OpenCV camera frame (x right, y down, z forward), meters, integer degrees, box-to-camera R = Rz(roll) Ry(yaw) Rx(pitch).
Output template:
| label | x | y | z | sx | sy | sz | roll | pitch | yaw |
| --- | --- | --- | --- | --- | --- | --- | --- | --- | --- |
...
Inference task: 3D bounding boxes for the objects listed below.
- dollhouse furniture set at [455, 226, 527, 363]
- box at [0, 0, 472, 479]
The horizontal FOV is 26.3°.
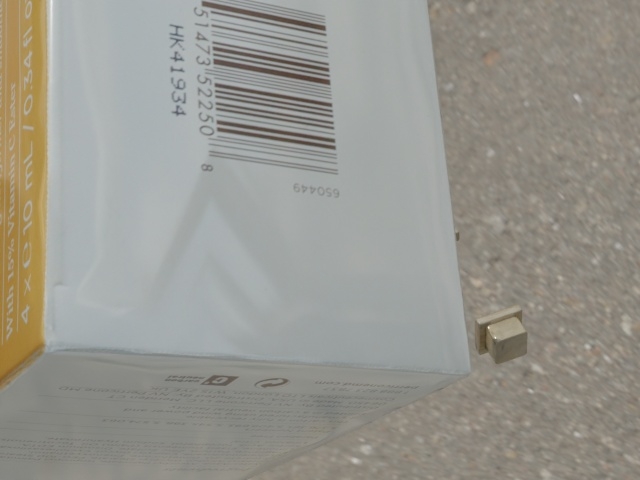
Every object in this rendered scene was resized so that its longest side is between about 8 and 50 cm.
| label | x | y | z | sx | sy | sz | roll | pitch | yaw |
| --- | --- | --- | --- | --- | --- | --- | --- | --- | --- |
| dollhouse furniture set | 0.000 | 0.000 | 1.241 | 0.356 | 0.303 | 0.174 | -17 | 44 | -13 |
| box | -0.104 | 0.002 | 0.639 | 0.345 | 0.168 | 0.215 | -36 | 53 | 54 |
